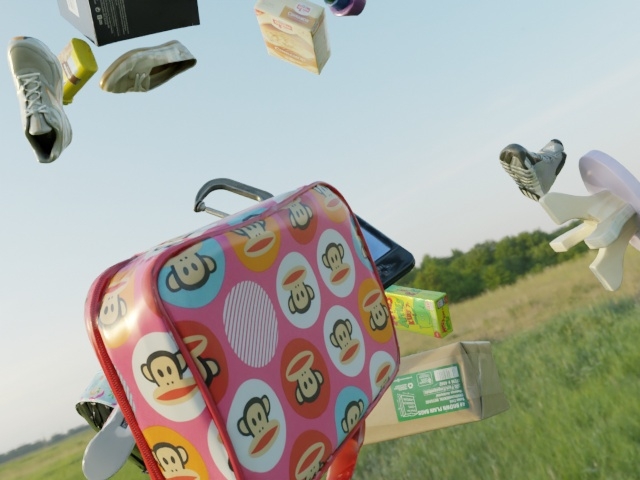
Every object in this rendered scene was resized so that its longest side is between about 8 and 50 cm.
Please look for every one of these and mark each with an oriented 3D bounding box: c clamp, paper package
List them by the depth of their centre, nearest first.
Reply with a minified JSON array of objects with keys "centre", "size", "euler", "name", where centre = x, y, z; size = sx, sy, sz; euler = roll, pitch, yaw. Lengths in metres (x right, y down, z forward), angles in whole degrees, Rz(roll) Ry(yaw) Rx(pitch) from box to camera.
[{"centre":[-0.145,-0.052,1.064],"size":[0.137,0.161,0.022],"euler":[-49,-27,-36],"name":"c clamp"},{"centre":[0.231,0.351,1.475],"size":[0.325,0.168,0.309],"euler":[-20,-16,23],"name":"paper package"}]

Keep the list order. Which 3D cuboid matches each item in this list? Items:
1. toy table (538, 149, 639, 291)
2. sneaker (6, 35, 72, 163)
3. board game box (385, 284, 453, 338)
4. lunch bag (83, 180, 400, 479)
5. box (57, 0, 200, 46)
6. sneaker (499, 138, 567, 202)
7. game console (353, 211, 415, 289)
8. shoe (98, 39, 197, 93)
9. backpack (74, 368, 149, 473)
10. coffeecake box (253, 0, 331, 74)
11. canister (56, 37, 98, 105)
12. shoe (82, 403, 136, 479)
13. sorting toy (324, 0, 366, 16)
[{"centre":[0.610,-0.039,1.401],"size":[0.161,0.274,0.252],"euler":[-37,-12,-4],"name":"toy table"},{"centre":[-0.568,-0.277,1.309],"size":[0.099,0.121,0.262],"euler":[-9,-53,-6],"name":"sneaker"},{"centre":[0.208,0.158,1.460],"size":[0.043,0.092,0.181],"euler":[-26,20,-36],"name":"board game box"},{"centre":[-0.035,0.098,0.569],"size":[0.120,0.258,0.293],"euler":[-20,5,33],"name":"lunch bag"},{"centre":[-0.570,-0.723,1.867],"size":[0.313,0.343,0.178],"euler":[-23,-48,-28],"name":"box"},{"centre":[0.482,-0.188,1.439],"size":[0.132,0.086,0.229],"euler":[-53,-38,-1],"name":"sneaker"},{"centre":[0.000,0.000,1.304],"size":[0.250,0.293,0.173],"euler":[-35,-49,-13],"name":"game console"},{"centre":[-0.326,-0.329,1.237],"size":[0.219,0.058,0.076],"euler":[-41,-11,-42],"name":"shoe"},{"centre":[-0.404,0.381,1.441],"size":[0.225,0.253,0.191],"euler":[-14,40,41],"name":"backpack"},{"centre":[-0.058,-0.471,1.457],"size":[0.068,0.142,0.185],"euler":[-61,-12,-11],"name":"coffeecake box"},{"centre":[-0.742,-0.501,1.912],"size":[0.170,0.126,0.073],"euler":[-33,-16,30],"name":"canister"},{"centre":[-0.307,0.294,1.024],"size":[0.177,0.064,0.081],"euler":[-62,-3,-7],"name":"shoe"},{"centre":[0.025,-0.589,1.135],"size":[0.127,0.365,0.126],"euler":[7,7,41],"name":"sorting toy"}]
